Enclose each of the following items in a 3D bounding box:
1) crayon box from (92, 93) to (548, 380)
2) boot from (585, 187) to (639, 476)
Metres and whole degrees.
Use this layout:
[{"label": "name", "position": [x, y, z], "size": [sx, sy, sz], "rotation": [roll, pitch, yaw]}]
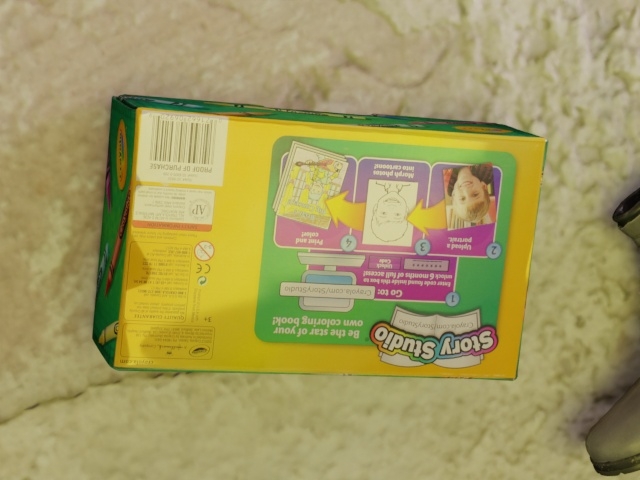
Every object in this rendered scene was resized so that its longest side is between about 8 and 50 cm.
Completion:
[{"label": "crayon box", "position": [0.000, 0.000, 1.040], "size": [0.278, 0.081, 0.165], "rotation": [3, 100, -17]}, {"label": "boot", "position": [0.251, 0.038, 1.135], "size": [0.246, 0.083, 0.161], "rotation": [-39, 102, -12]}]
